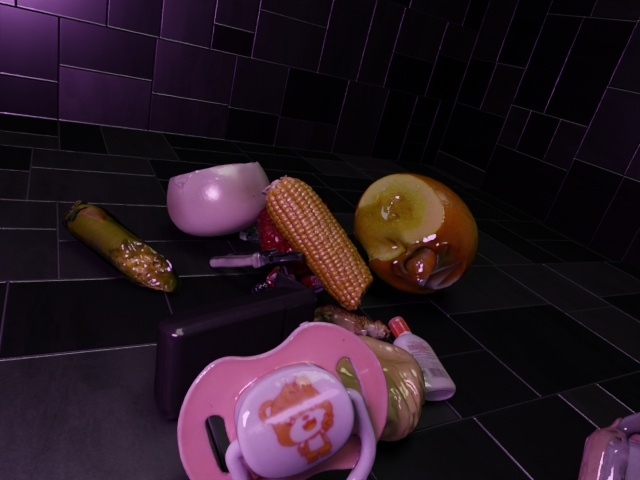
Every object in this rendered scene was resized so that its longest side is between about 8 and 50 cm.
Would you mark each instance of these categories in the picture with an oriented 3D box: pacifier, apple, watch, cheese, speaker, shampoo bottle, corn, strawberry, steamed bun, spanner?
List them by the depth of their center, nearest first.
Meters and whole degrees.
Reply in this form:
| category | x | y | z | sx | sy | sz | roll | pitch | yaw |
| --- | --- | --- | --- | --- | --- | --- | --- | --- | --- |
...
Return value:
| category | x | y | z | sx | sy | sz | roll | pitch | yaw |
| --- | --- | --- | --- | --- | --- | --- | --- | --- | --- |
| watch | 0.535 | 0.386 | 0.702 | 0.161 | 0.254 | 0.241 | 17 | -15 | 5 |
| pacifier | -0.054 | 0.269 | 0.726 | 0.332 | 0.221 | 0.273 | -20 | 34 | -16 |
| cheese | 0.093 | 0.291 | 0.912 | 0.225 | 0.117 | 0.214 | 18 | 26 | 21 |
| speaker | -0.172 | 0.179 | 0.936 | 0.184 | 0.180 | 0.388 | 24 | 23 | 39 |
| shampoo bottle | 0.222 | 0.268 | 1.068 | 0.108 | 0.051 | 0.221 | 8 | 32 | -27 |
| corn | 0.000 | 0.000 | 1.181 | 0.387 | 0.144 | 0.144 | 50 | 29 | 3 |
| spanner | -0.169 | 0.048 | 1.222 | 0.324 | 0.040 | 0.095 | -5 | 7 | 40 |
| strawberry | -0.072 | -0.012 | 1.371 | 0.274 | 0.220 | 0.274 | 16 | 58 | -26 |
| apple | 0.284 | -0.011 | 1.412 | 0.383 | 0.375 | 0.374 | 15 | 22 | -14 |
| steamed bun | -0.308 | -0.121 | 1.431 | 0.324 | 0.207 | 0.324 | -11 | 7 | 1 |

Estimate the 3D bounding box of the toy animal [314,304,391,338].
| category | x | y | z | sx | sy | sz | roll | pitch | yaw |
| --- | --- | --- | --- | --- | --- | --- | --- | --- | --- |
| toy animal | 0.057 | 0.208 | 1.154 | 0.241 | 0.057 | 0.099 | 18 | 16 | 12 |

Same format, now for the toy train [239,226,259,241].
| category | x | y | z | sx | sy | sz | roll | pitch | yaw |
| --- | --- | --- | --- | --- | --- | --- | --- | --- | --- |
| toy train | -0.226 | -0.021 | 1.529 | 0.053 | 0.033 | 0.083 | 22 | 23 | 26 |

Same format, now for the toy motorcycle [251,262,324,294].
| category | x | y | z | sx | sy | sz | roll | pitch | yaw |
| --- | --- | --- | --- | --- | --- | --- | --- | --- | --- |
| toy motorcycle | -0.072 | 0.113 | 1.202 | 0.213 | 0.122 | 0.082 | 0 | 58 | -31 |

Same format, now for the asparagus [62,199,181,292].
| category | x | y | z | sx | sy | sz | roll | pitch | yaw |
| --- | --- | --- | --- | --- | --- | --- | --- | --- | --- |
| asparagus | -0.508 | 0.017 | 1.168 | 0.381 | 0.128 | 0.108 | 29 | 63 | 29 |
